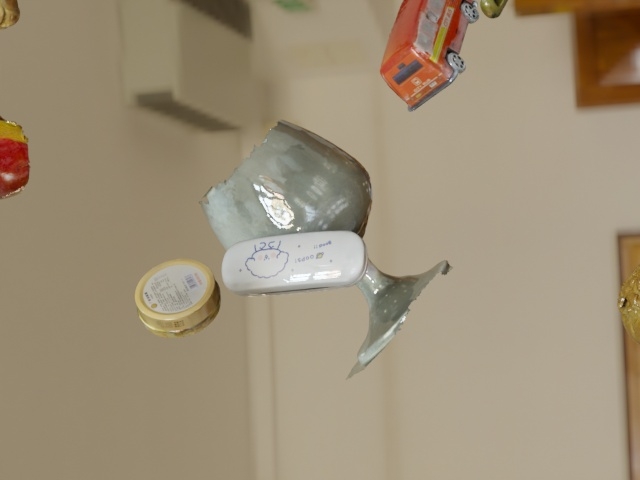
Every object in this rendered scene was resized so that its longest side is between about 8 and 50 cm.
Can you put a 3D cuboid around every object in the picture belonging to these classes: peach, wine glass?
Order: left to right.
[{"bbox_3d":[-0.507,-0.123,2.652,0.118,0.151,0.151,-44,-50,-56],"label":"peach"},{"bbox_3d":[0.000,0.000,2.388,0.323,0.238,0.238,42,-158,0],"label":"wine glass"}]

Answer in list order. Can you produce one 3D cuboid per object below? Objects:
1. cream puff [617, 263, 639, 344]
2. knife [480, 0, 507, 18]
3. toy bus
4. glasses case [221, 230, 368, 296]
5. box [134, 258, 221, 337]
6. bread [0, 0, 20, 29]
[{"bbox_3d":[0.402,0.063,1.898,0.126,0.144,0.103,-49,-36,-44],"label":"cream puff"},{"bbox_3d":[0.259,-0.393,2.049,0.061,0.027,0.343,48,-126,-24],"label":"knife"},{"bbox_3d":[0.121,-0.229,1.940,0.077,0.079,0.174,38,-139,-18],"label":"toy bus"},{"bbox_3d":[-0.034,0.031,2.244,0.049,0.197,0.076,51,-142,-62],"label":"glasses case"},{"bbox_3d":[-0.175,0.070,2.111,0.037,0.105,0.105,76,-162,-44],"label":"box"},{"bbox_3d":[-0.330,-0.260,1.678,0.052,0.044,0.157,22,-152,-38],"label":"bread"}]
